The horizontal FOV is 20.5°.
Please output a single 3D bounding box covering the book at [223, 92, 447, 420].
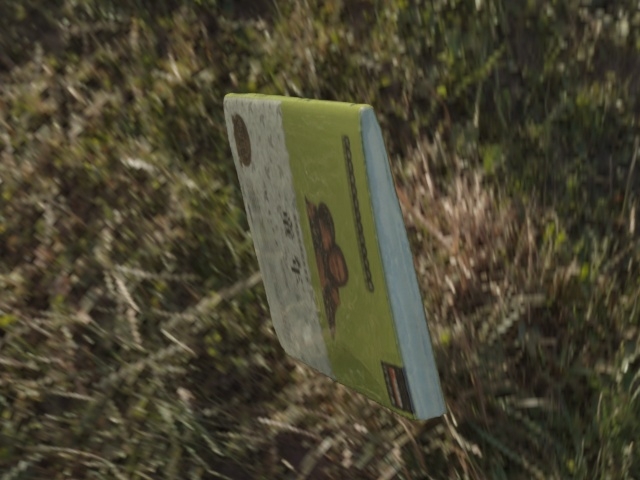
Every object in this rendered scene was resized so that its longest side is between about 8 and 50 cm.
[{"bbox_3d":[0.000,0.000,1.417,0.035,0.352,0.239,-15,100,-16],"label":"book"}]
